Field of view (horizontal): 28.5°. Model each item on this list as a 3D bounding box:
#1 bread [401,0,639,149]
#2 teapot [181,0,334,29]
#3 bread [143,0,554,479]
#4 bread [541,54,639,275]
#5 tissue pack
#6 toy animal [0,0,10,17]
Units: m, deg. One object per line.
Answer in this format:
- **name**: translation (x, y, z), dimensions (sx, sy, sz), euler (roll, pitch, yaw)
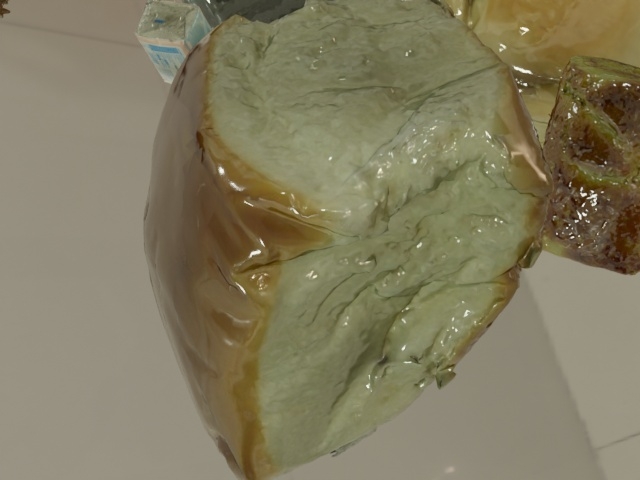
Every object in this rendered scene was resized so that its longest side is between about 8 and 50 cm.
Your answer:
- **bread**: translation (0.281, -0.273, 1.523), dimensions (0.348, 0.253, 0.376), euler (12, 69, 14)
- **teapot**: translation (-0.021, -0.429, 1.818), dimensions (0.344, 0.253, 0.300), euler (-19, 57, 16)
- **bread**: translation (0.000, 0.000, 0.809), dimensions (0.250, 0.225, 0.279), euler (-111, 22, -52)
- **bread**: translation (0.255, -0.066, 1.098), dimensions (0.132, 0.103, 0.172), euler (18, 112, 15)
- **tissue pack**: translation (-0.154, -0.216, 1.386), dimensions (0.074, 0.094, 0.058), euler (13, 67, 22)
- **toy animal**: translation (-0.355, -0.338, 1.452), dimensions (0.160, 0.197, 0.272), euler (-51, 36, 35)
